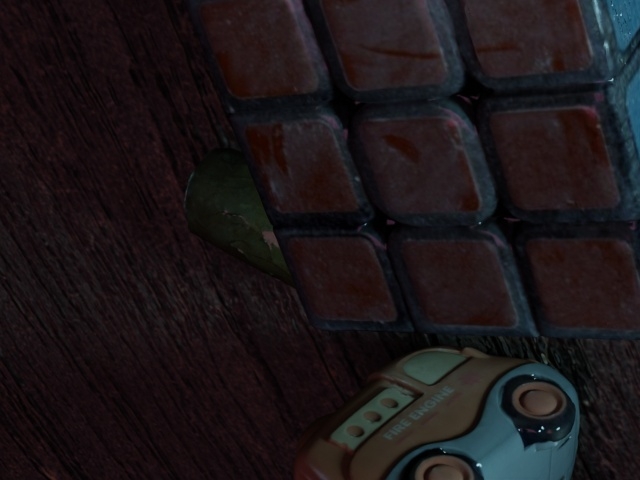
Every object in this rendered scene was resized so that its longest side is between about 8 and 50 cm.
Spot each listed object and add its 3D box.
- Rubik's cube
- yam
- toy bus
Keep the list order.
[{"bbox_3d":[0.132,-0.132,1.080,0.304,0.301,0.305,2,126,32],"label":"Rubik's cube"},{"bbox_3d":[0.000,0.000,1.412,0.259,0.106,0.106,25,134,16],"label":"yam"},{"bbox_3d":[0.103,0.220,1.412,0.232,0.288,0.194,26,136,35],"label":"toy bus"}]
